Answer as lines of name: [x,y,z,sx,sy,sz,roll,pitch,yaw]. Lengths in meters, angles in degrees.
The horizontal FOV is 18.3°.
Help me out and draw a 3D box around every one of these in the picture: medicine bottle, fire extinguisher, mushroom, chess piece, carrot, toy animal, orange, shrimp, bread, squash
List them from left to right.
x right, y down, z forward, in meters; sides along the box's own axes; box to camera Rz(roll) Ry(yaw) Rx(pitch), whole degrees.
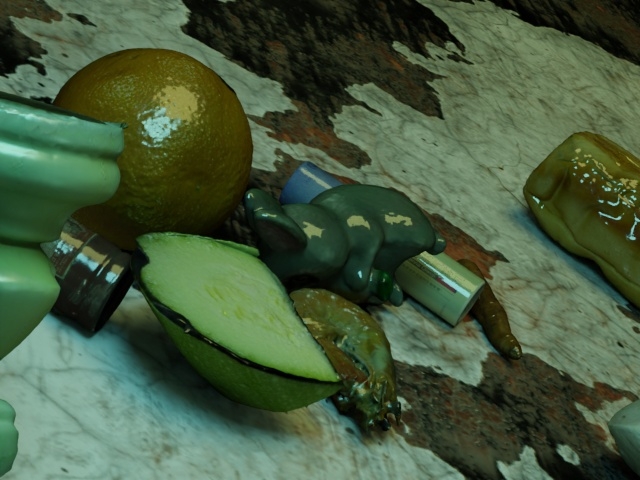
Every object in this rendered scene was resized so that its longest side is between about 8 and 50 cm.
chess piece: [-0.243,0.045,1.308,0.176,0.298,0.176,16,5,-1]
fire extinguisher: [-0.271,-0.029,1.686,0.252,0.106,0.075,33,42,5]
orange: [-0.161,-0.086,1.834,0.206,0.206,0.206,26,23,-12]
squash: [-0.099,0.078,1.695,0.184,0.085,0.192,14,30,-42]
toy animal: [-0.002,0.000,1.944,0.127,0.125,0.251,13,4,43]
shrimp: [0.021,0.110,1.829,0.115,0.051,0.217,14,28,-21]
medicine bottle: [0.064,0.002,2.094,0.231,0.059,0.059,34,23,11]
carrot: [0.179,0.075,2.116,0.036,0.035,0.165,14,30,-35]
bread: [0.392,-0.010,2.428,0.294,0.132,0.167,37,23,17]
mushroom: [0.367,0.206,1.987,0.212,0.097,0.088,23,48,-43]
